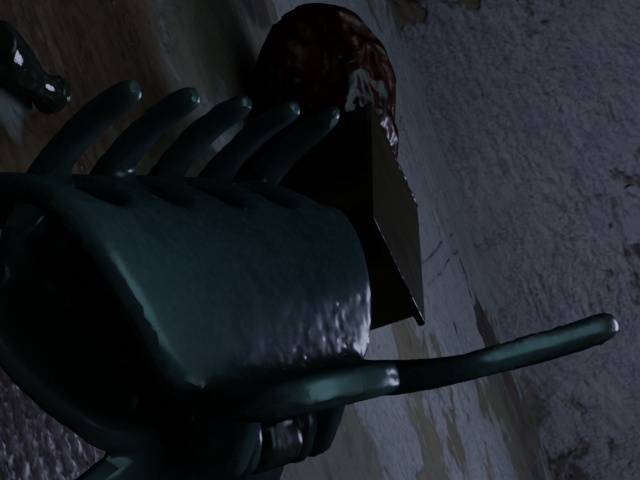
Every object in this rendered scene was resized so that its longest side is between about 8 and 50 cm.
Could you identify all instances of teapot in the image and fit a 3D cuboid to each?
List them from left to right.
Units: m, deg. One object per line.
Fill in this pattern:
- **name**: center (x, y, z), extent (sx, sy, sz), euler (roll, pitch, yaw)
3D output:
- **teapot**: center (-0.218, -0.124, 1.086), extent (0.111, 0.043, 0.043), euler (41, 33, -69)

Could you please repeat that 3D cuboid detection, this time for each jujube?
- **jujube**: center (0.006, -0.163, 1.758), extent (0.183, 0.183, 0.243), euler (43, 41, -63)

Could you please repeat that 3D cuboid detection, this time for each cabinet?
- **cabinet**: center (0.000, 0.000, 1.489), extent (0.215, 0.175, 0.148), euler (-88, 156, -56)

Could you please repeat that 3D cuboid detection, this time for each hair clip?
- **hair clip**: center (-0.074, 0.051, 0.922), extent (0.318, 0.392, 0.238), euler (-2, 63, -59)
